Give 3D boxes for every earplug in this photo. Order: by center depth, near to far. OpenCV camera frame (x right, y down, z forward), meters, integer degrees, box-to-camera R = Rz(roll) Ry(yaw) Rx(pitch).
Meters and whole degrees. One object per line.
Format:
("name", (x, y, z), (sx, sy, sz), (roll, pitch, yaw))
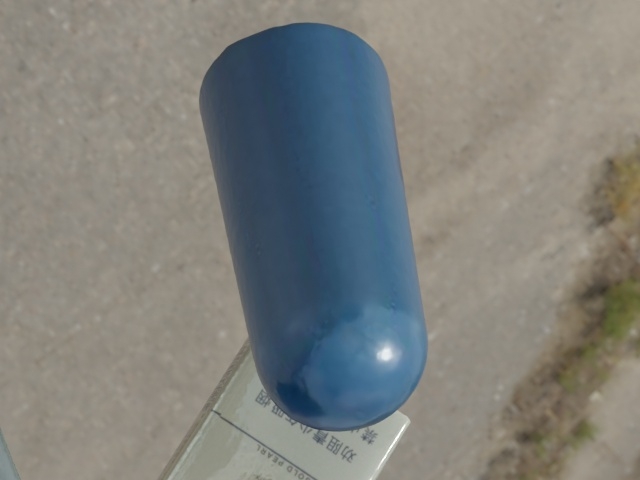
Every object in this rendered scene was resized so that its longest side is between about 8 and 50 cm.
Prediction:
("earplug", (0.000, 0.000, 1.009), (0.132, 0.273, 0.132), (-6, 139, -5))

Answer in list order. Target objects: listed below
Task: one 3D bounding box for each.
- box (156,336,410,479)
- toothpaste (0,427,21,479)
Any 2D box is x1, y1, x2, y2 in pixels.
("box", (-0.055, 0.225, 1.410), (0.259, 0.168, 0.071), (-56, -174, -15))
("toothpaste", (-0.106, 0.167, 0.607), (0.052, 0.033, 0.218), (-34, 111, -44))
